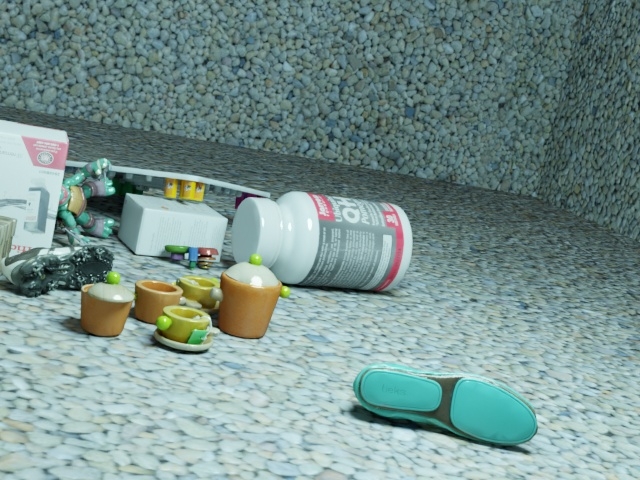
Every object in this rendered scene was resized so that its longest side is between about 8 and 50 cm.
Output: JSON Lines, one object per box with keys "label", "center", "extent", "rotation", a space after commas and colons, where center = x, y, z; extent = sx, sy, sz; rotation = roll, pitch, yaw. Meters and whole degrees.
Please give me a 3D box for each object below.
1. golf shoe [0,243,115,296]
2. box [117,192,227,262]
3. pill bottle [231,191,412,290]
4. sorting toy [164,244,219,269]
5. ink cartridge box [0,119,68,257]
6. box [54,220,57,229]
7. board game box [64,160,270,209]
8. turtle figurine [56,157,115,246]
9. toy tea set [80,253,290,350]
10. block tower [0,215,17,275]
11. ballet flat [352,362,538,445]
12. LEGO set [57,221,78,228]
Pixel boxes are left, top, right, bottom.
{"label": "golf shoe", "center": [-0.409, 0.035, 1.704], "extent": [0.094, 0.077, 0.198], "rotation": [19, 11, 32]}
{"label": "box", "center": [-0.285, -0.024, 2.098], "extent": [0.170, 0.091, 0.130], "rotation": [7, 12, -28]}
{"label": "pill bottle", "center": [0.000, 0.000, 2.068], "extent": [0.318, 0.176, 0.176], "rotation": [6, 13, -30]}
{"label": "sorting toy", "center": [-0.238, 0.032, 2.015], "extent": [0.102, 0.042, 0.061], "rotation": [4, 1, -11]}
{"label": "ink cartridge box", "center": [-0.512, -0.079, 1.797], "extent": [0.158, 0.218, 0.092], "rotation": [8, 17, -19]}
{"label": "box", "center": [-0.685, -0.089, 2.048], "extent": [0.293, 0.073, 0.295], "rotation": [4, 13, -41]}
{"label": "board game box", "center": [-0.357, -0.115, 2.331], "extent": [0.390, 0.050, 0.390], "rotation": [7, -1, 20]}
{"label": "turtle figurine", "center": [-0.436, -0.071, 1.983], "extent": [0.118, 0.175, 0.234], "rotation": [18, -2, 6]}
{"label": "toy tea set", "center": [-0.198, 0.072, 1.611], "extent": [0.200, 0.124, 0.336], "rotation": [18, 12, 27]}
{"label": "block tower", "center": [-0.528, 0.026, 1.581], "extent": [0.097, 0.091, 0.335], "rotation": [12, 11, -5]}
{"label": "ballet flat", "center": [0.163, 0.209, 1.443], "extent": [0.247, 0.083, 0.087], "rotation": [14, -3, -2]}
{"label": "LEGO set", "center": [-0.489, -0.034, 2.128], "extent": [0.054, 0.023, 0.083], "rotation": [18, 25, 38]}
